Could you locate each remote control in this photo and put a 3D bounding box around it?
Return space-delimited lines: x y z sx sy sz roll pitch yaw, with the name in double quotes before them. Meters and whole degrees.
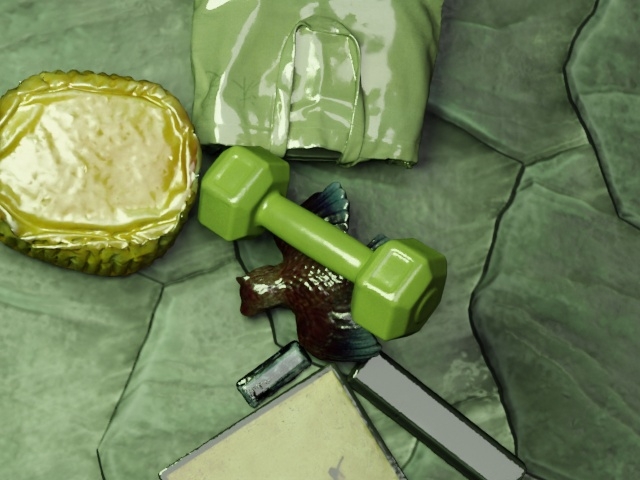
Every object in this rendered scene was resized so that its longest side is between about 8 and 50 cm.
"remote control" -0.054 0.159 1.943 0.096 0.014 0.039 -35 89 -16
"remote control" 0.141 0.222 1.973 0.245 0.025 0.063 37 77 -4

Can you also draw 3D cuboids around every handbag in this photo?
"handbag" -0.006 -0.215 1.982 0.315 0.109 0.253 4 81 -15

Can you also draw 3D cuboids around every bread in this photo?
"bread" -0.266 -0.081 1.876 0.253 0.142 0.227 9 76 -15

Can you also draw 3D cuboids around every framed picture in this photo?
"framed picture" 0.001 0.349 1.913 0.255 0.014 0.339 -31 88 -18

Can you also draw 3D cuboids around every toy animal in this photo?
"toy animal" -0.005 0.044 1.924 0.179 0.116 0.218 -10 88 -16

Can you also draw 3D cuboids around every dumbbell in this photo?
"dumbbell" 0.000 0.000 1.845 0.302 0.108 0.121 31 76 22
